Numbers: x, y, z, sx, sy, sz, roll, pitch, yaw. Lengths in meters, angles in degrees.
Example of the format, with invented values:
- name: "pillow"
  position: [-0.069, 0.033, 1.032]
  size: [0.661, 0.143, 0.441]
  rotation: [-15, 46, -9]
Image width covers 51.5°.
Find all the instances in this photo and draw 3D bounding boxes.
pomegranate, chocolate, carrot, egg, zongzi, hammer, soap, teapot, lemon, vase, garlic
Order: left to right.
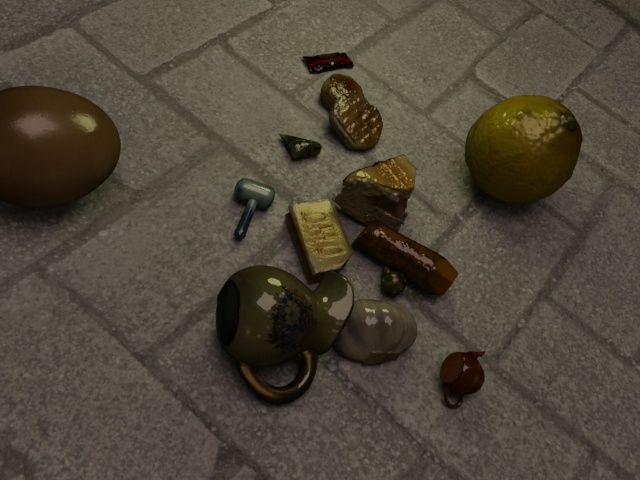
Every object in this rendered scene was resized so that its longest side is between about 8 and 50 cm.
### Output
- name: "egg"
  position: [-0.694, -0.233, 1.664]
  size: [0.374, 0.301, 0.301]
  rotation: [0, 56, -30]
- name: "hammer"
  position: [-0.204, -0.084, 1.865]
  size: [0.116, 0.069, 0.194]
  rotation: [20, 58, -5]
- name: "vase"
  position: [-0.090, 0.229, 1.610]
  size: [0.302, 0.241, 0.329]
  rotation: [7, 82, -29]
- name: "zongzi"
  position: [-0.062, -0.305, 2.077]
  size: [0.104, 0.052, 0.113]
  rotation: [-11, 47, -32]
- name: "soap"
  position: [0.000, 0.000, 1.863]
  size: [0.140, 0.073, 0.232]
  rotation: [-10, 61, -19]
- name: "chocolate"
  position: [0.030, -0.632, 2.340]
  size: [0.182, 0.028, 0.086]
  rotation: [-14, 59, -24]
- name: "garlic"
  position: [0.142, 0.217, 1.719]
  size: [0.229, 0.143, 0.178]
  rotation: [-11, 62, -14]
- name: "pomegranate"
  position: [0.205, 0.111, 1.852]
  size: [0.073, 0.073, 0.085]
  rotation: [11, 64, -10]
- name: "carrot"
  position: [0.242, 0.045, 1.887]
  size: [0.302, 0.114, 0.114]
  rotation: [32, 53, 6]
- name: "teapot"
  position: [0.375, 0.356, 1.724]
  size: [0.116, 0.116, 0.173]
  rotation: [27, 79, 2]
- name: "lemon"
  position: [0.644, -0.292, 2.089]
  size: [0.349, 0.387, 0.350]
  rotation: [15, 61, -29]

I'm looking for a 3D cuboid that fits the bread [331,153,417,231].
- name: "bread"
  position: [0.172, -0.167, 1.966]
  size: [0.224, 0.184, 0.211]
  rotation: [22, 51, -5]

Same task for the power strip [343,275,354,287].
- name: "power strip"
  position: [0.052, 0.133, 1.822]
  size: [0.090, 0.016, 0.040]
  rotation: [-34, 72, -33]

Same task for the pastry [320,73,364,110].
- name: "pastry"
  position: [0.073, -0.489, 2.221]
  size: [0.153, 0.081, 0.153]
  rotation: [11, 51, -14]

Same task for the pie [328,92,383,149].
- name: "pie"
  position: [0.120, -0.388, 2.148]
  size: [0.195, 0.046, 0.195]
  rotation: [5, 80, -27]
